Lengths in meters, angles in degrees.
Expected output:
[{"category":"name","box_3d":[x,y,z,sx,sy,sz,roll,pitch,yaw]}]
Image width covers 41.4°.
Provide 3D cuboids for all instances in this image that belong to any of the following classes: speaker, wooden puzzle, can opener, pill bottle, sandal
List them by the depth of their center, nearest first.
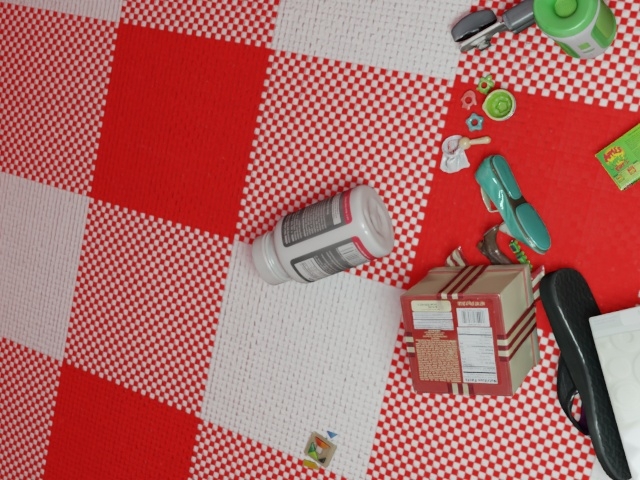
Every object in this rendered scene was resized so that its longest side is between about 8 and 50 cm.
[{"category":"speaker","box_3d":[0.507,-0.439,1.676,0.131,0.296,0.131,1,93,26]},{"category":"sandal","box_3d":[0.557,0.279,1.781,0.107,0.167,0.446,-31,69,50]},{"category":"can opener","box_3d":[0.416,-0.501,1.843,0.283,0.076,0.095,-28,80,24]},{"category":"pill bottle","box_3d":[0.000,0.000,2.016,0.318,0.176,0.176,-21,83,26]},{"category":"wooden puzzle","box_3d":[-0.002,0.527,2.129,0.078,0.014,0.116,21,101,24]}]

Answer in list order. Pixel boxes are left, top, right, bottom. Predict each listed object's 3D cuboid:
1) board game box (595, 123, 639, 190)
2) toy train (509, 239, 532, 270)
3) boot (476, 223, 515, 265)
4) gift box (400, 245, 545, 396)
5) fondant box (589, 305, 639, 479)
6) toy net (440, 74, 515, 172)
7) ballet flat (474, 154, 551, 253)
[{"category":"board game box","box_3d":[0.671,-0.192,1.744,0.181,0.043,0.092,-38,73,23]},{"category":"toy train","box_3d":[0.441,0.036,1.865,0.017,0.024,0.083,-25,106,33]},{"category":"boot","box_3d":[0.404,0.030,1.871,0.114,0.037,0.106,51,156,19]},{"category":"gift box","box_3d":[0.335,0.163,1.806,0.255,0.258,0.276,2,103,27]},{"category":"fondant box","box_3d":[0.683,0.285,1.638,0.238,0.096,0.330,-16,72,17]},{"category":"toy net","box_3d":[0.334,-0.257,1.911,0.122,0.045,0.232,46,110,18]},{"category":"ballet flat","box_3d":[0.418,-0.069,1.868,0.087,0.083,0.247,-39,74,48]}]
